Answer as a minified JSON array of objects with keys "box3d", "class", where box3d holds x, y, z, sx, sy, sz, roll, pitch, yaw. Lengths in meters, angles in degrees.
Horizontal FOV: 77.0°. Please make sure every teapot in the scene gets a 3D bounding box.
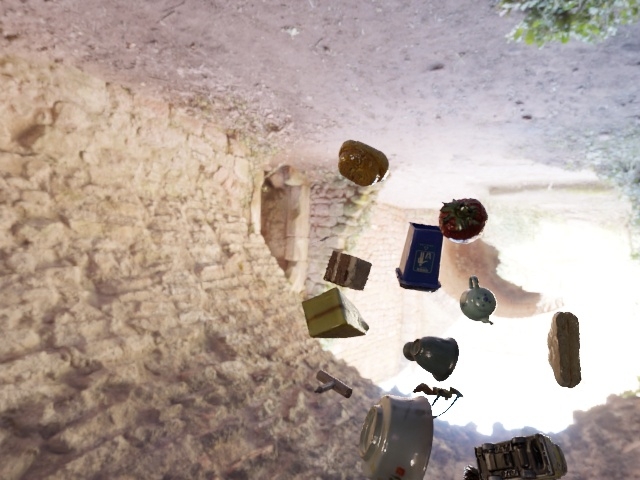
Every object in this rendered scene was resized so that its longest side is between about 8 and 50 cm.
[{"box3d":[0.709,0.270,1.785,0.159,0.232,0.159,-12,160,-4],"class":"teapot"}]

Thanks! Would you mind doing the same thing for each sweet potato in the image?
[{"box3d":[0.578,0.813,2.202,0.067,0.059,0.281,-41,136,18],"class":"sweet potato"}]

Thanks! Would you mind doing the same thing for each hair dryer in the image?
[{"box3d":[0.009,0.669,1.854,0.195,0.054,0.220,18,-177,42],"class":"hair dryer"}]

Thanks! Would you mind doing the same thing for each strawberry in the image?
[{"box3d":[0.393,-0.054,1.101,0.131,0.131,0.148,2,176,28],"class":"strawberry"}]

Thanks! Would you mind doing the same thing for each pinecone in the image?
[{"box3d":[0.612,0.958,1.629,0.077,0.083,0.077,36,173,5],"class":"pinecone"}]

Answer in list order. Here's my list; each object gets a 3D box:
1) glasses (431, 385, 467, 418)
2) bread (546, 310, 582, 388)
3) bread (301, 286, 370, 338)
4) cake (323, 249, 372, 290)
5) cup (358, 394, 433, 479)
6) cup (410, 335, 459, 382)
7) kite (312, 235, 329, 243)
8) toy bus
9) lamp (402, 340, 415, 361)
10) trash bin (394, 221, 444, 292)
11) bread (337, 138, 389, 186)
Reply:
[{"box3d":[0.555,0.767,1.912,0.220,0.088,0.189,-19,165,-25],"class":"glasses"},{"box3d":[1.093,0.491,1.817,0.102,0.337,0.183,5,161,14],"class":"bread"},{"box3d":[0.102,0.456,2.283,0.245,0.233,0.361,-27,143,15],"class":"bread"},{"box3d":[0.110,0.120,1.562,0.147,0.135,0.134,11,172,40],"class":"cake"},{"box3d":[0.234,0.671,1.362,0.163,0.347,0.347,21,178,0],"class":"cup"},{"box3d":[0.465,0.478,1.704,0.150,0.199,0.199,24,175,-8],"class":"cup"},{"box3d":[0.000,0.002,1.460,0.078,0.002,0.044,-27,-165,3],"class":"kite"},{"box3d":[0.769,0.847,1.537,0.179,0.143,0.305,23,136,-24],"class":"toy bus"},{"box3d":[0.470,0.563,2.049,0.105,0.105,0.105,3,178,0],"class":"lamp"},{"box3d":[0.370,0.057,1.484,0.162,0.234,0.184,7,-165,1],"class":"trash bin"},{"box3d":[0.180,-0.330,1.730,0.236,0.120,0.198,26,157,9],"class":"bread"}]
